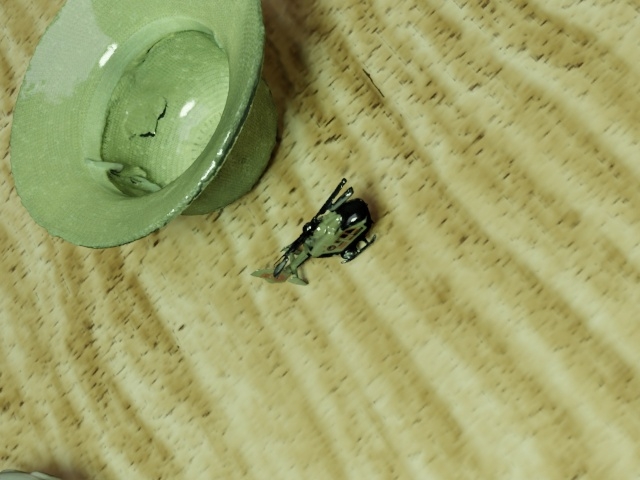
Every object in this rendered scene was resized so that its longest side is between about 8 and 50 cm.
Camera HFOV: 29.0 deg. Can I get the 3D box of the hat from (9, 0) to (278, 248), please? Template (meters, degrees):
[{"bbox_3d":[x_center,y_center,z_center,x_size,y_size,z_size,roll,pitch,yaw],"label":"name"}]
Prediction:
[{"bbox_3d":[-0.108,-0.094,0.964,0.257,0.130,0.257,-16,61,32],"label":"hat"}]

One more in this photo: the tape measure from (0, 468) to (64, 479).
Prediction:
[{"bbox_3d":[-0.236,0.273,0.916,0.197,0.120,0.236,30,86,43],"label":"tape measure"}]

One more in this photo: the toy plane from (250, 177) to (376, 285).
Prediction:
[{"bbox_3d":[0.000,0.000,0.897,0.120,0.049,0.031,-43,48,37],"label":"toy plane"}]
